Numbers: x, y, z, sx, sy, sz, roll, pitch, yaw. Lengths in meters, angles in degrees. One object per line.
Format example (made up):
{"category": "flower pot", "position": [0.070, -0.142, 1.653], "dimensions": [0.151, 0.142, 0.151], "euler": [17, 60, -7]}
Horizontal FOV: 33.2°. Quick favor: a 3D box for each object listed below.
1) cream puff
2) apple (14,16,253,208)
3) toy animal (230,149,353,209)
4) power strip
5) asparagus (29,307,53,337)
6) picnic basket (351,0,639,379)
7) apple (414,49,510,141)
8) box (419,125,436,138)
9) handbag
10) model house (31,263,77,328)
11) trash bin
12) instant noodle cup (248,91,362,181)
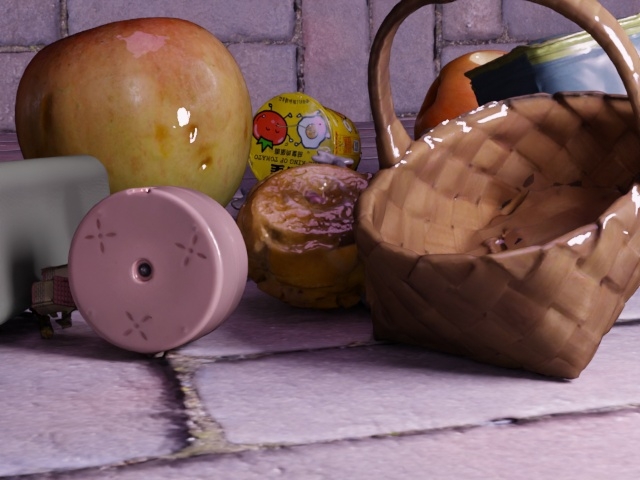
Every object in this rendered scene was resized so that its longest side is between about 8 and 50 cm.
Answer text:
{"category": "cream puff", "position": [0.000, 0.000, 1.143], "dimensions": [0.189, 0.129, 0.189], "euler": [3, 41, -3]}
{"category": "apple", "position": [-0.253, -0.152, 1.540], "dimensions": [0.339, 0.305, 0.338], "euler": [-12, 3, 1]}
{"category": "toy animal", "position": [0.025, -0.080, 1.668], "dimensions": [0.367, 0.081, 0.206], "euler": [-1, 21, -16]}
{"category": "power strip", "position": [-0.147, 0.027, 0.977], "dimensions": [0.154, 0.154, 0.078], "euler": [2, 5, 14]}
{"category": "asparagus", "position": [-0.281, 0.078, 1.081], "dimensions": [0.015, 0.014, 0.114], "euler": [13, 5, -22]}
{"category": "picnic basket", "position": [0.172, -0.088, 0.960], "dimensions": [0.293, 0.337, 0.337], "euler": [7, 14, 37]}
{"category": "apple", "position": [0.271, -0.179, 1.688], "dimensions": [0.241, 0.242, 0.242], "euler": [24, 15, 7]}
{"category": "box", "position": [0.277, -0.100, 1.492], "dimensions": [0.231, 0.155, 0.149], "euler": [-7, 6, 31]}
{"category": "handbag", "position": [0.313, -0.121, 1.242], "dimensions": [0.222, 0.241, 0.263], "euler": [-18, 5, -11]}
{"category": "model house", "position": [-0.237, 0.050, 1.035], "dimensions": [0.058, 0.057, 0.083], "euler": [-9, -25, 6]}
{"category": "trash bin", "position": [-0.375, 0.000, 1.115], "dimensions": [0.223, 0.158, 0.343], "euler": [-4, 6, 12]}
{"category": "instant noodle cup", "position": [-0.019, -0.168, 1.921], "dimensions": [0.182, 0.182, 0.144], "euler": [6, 5, 31]}
